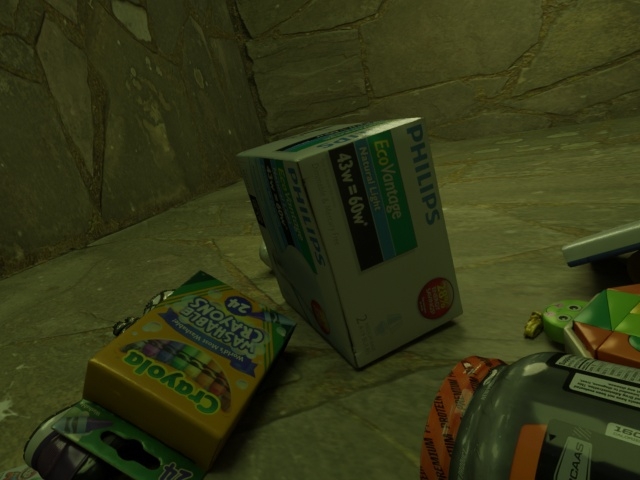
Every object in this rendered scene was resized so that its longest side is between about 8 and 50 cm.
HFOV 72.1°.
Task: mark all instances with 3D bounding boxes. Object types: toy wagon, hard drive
[{"bbox_3d":[0.425,0.128,0.552,0.267,0.068,0.344,-25,21,-31],"label":"toy wagon"},{"bbox_3d":[0.578,-0.031,0.699,0.318,0.040,0.210,-24,-11,38],"label":"hard drive"}]

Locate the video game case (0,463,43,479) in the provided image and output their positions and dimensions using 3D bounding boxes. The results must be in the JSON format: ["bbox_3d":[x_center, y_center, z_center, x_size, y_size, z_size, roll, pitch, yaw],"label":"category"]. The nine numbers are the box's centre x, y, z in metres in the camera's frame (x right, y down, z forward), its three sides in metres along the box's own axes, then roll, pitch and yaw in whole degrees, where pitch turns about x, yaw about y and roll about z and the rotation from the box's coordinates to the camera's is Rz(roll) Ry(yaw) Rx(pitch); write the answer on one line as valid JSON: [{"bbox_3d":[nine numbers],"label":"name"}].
[{"bbox_3d":[-0.402,0.354,0.587,0.143,0.019,0.157,-17,18,-9],"label":"video game case"}]

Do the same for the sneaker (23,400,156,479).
[{"bbox_3d":[-0.261,0.270,0.656,0.124,0.107,0.283,27,28,21],"label":"sneaker"}]

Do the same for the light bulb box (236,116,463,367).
[{"bbox_3d":[0.037,-0.024,0.830,0.225,0.358,0.361,-23,19,-18],"label":"light bulb box"}]

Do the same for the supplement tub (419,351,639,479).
[{"bbox_3d":[0.244,0.192,0.304,0.316,0.194,0.193,4,25,45],"label":"supplement tub"}]

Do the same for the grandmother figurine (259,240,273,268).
[{"bbox_3d":[0.000,0.000,1.205,0.342,0.104,0.208,-15,9,-10],"label":"grandmother figurine"}]

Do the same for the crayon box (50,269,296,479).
[{"bbox_3d":[-0.189,0.188,0.660,0.203,0.083,0.323,28,29,6],"label":"crayon box"}]

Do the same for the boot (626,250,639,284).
[{"bbox_3d":[0.647,0.016,0.682,0.262,0.095,0.203,-12,7,46],"label":"boot"}]

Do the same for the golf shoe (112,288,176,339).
[{"bbox_3d":[-0.368,0.184,1.002,0.093,0.077,0.198,11,32,23],"label":"golf shoe"}]
